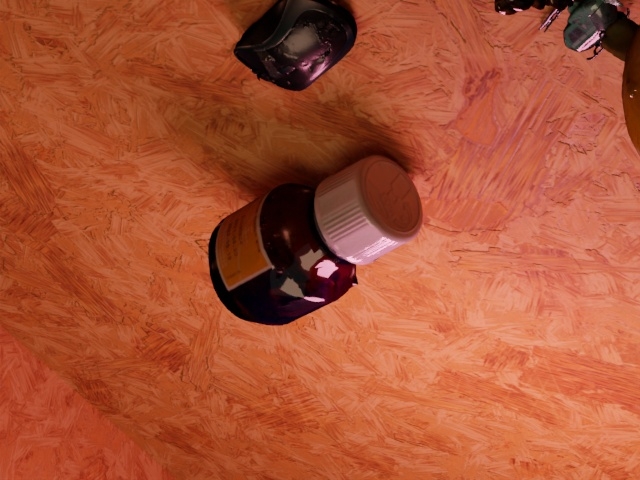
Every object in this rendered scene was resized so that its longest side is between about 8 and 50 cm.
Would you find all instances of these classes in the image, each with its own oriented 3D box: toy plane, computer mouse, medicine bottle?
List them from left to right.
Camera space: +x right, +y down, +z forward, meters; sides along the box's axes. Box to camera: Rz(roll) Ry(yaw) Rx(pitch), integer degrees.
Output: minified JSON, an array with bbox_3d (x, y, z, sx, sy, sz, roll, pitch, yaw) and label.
[{"bbox_3d":[-0.044,-0.302,2.179,0.137,0.096,0.233,35,145,-20],"label":"computer mouse"},{"bbox_3d":[0.000,0.000,2.484,0.395,0.242,0.242,-22,128,38],"label":"medicine bottle"},{"bbox_3d":[0.383,-0.323,1.914,0.096,0.060,0.235,38,156,-1],"label":"toy plane"}]

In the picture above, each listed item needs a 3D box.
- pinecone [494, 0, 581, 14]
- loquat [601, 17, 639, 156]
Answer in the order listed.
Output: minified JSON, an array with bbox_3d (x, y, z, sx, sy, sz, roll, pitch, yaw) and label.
[{"bbox_3d":[0.264,-0.406,1.688,0.298,0.242,0.296,29,146,-22],"label":"pinecone"},{"bbox_3d":[0.521,-0.211,1.768,0.359,0.328,0.328,27,154,29],"label":"loquat"}]
